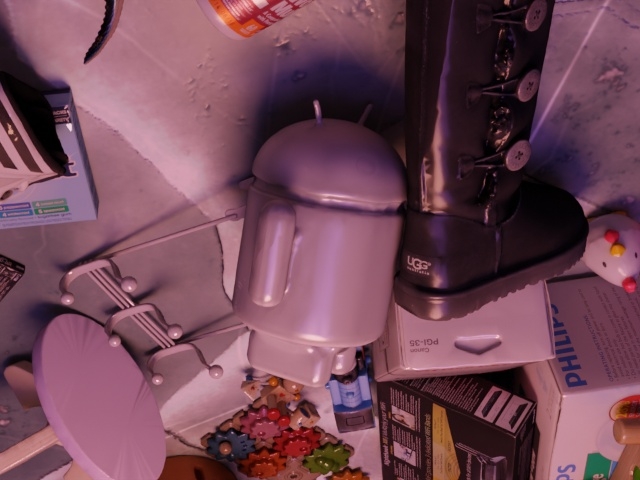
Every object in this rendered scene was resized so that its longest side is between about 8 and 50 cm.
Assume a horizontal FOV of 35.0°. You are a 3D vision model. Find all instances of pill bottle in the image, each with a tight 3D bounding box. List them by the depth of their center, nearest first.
[{"bbox_3d":[-0.026,-0.313,1.071,0.221,0.121,0.121,-25,131,22],"label":"pill bottle"}]

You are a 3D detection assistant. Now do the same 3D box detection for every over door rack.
[{"bbox_3d":[-0.169,0.079,1.429,0.324,0.108,0.239,-25,132,14],"label":"over door rack"}]

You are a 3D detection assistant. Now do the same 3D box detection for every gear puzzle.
[{"bbox_3d":[-0.042,0.396,1.780,0.175,0.044,0.339,-37,127,23],"label":"gear puzzle"}]

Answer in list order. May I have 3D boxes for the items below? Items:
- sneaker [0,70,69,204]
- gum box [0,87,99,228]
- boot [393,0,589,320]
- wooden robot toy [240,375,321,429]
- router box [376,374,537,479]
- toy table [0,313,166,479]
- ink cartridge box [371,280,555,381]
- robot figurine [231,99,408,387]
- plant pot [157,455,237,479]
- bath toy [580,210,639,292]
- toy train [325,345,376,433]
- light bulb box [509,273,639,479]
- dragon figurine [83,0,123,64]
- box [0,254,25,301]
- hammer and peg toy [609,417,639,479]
[{"bbox_3d":[-0.430,-0.037,1.188,0.258,0.169,0.447,-6,152,-25],"label":"sneaker"},{"bbox_3d":[-0.375,-0.099,1.279,0.157,0.041,0.184,-5,132,-3],"label":"gum box"},{"bbox_3d":[0.231,-0.164,1.234,0.146,0.367,0.445,16,118,35],"label":"boot"},{"bbox_3d":[-0.047,0.250,1.634,0.079,0.076,0.173,-42,126,13],"label":"wooden robot toy"},{"bbox_3d":[0.217,0.335,1.652,0.243,0.081,0.308,22,140,26],"label":"router box"},{"bbox_3d":[-0.360,0.262,1.498,0.161,0.274,0.252,-34,162,34],"label":"toy table"},{"bbox_3d":[0.189,0.128,1.428,0.207,0.117,0.283,-4,169,-5],"label":"ink cartridge box"},{"bbox_3d":[0.000,0.000,1.276,0.200,0.300,0.353,14,101,20],"label":"robot figurine"},{"bbox_3d":[-0.236,0.512,1.749,0.291,0.203,0.290,-4,132,-5],"label":"plant pot"},{"bbox_3d":[0.536,-0.029,1.427,0.348,0.129,0.151,-23,132,13],"label":"bath toy"},{"bbox_3d":[0.044,0.215,1.587,0.080,0.105,0.184,-10,133,0],"label":"toy train"},{"bbox_3d":[0.504,0.242,1.604,0.361,0.225,0.357,-8,133,-2],"label":"light bulb box"},{"bbox_3d":[-0.215,-0.334,1.057,0.144,0.085,0.289,28,118,-27],"label":"dragon figurine"},{"bbox_3d":[-0.464,0.053,1.419,0.067,0.018,0.083,29,122,-30],"label":"box"},{"bbox_3d":[0.471,0.438,1.443,0.128,0.266,0.361,0,131,-9],"label":"hammer and peg toy"}]
